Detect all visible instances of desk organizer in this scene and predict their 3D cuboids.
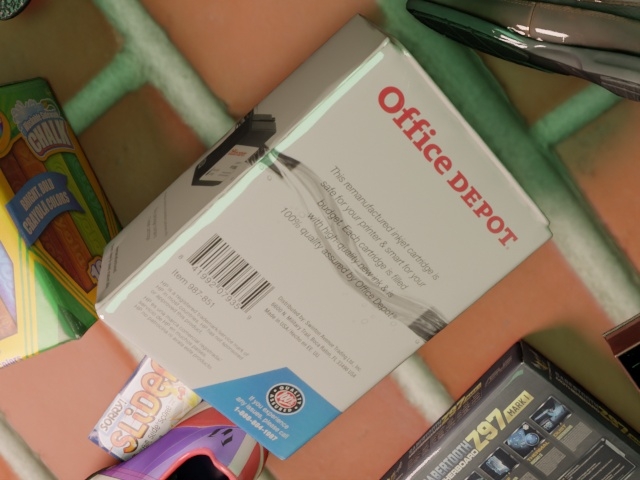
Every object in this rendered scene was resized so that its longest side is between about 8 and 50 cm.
[{"bbox_3d":[0.324,0.137,0.807,0.047,0.050,0.130,-34,99,16],"label":"desk organizer"}]

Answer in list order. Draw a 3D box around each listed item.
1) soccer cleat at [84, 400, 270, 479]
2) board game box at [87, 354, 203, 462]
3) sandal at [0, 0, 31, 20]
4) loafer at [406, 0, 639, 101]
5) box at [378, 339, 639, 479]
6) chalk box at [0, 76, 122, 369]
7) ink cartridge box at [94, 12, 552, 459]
[{"bbox_3d":[-0.178,0.271,0.850,0.318,0.116,0.109,-39,98,17],"label":"soccer cleat"},{"bbox_3d":[-0.134,0.168,0.893,0.136,0.035,0.201,35,109,-3],"label":"board game box"},{"bbox_3d":[-0.288,-0.290,0.784,0.067,0.040,0.179,-6,91,4],"label":"sandal"},{"bbox_3d":[0.193,-0.177,0.680,0.267,0.096,0.084,29,99,33],"label":"loafer"},{"bbox_3d":[0.191,0.241,0.854,0.183,0.059,0.233,38,109,-4],"label":"box"},{"bbox_3d":[-0.323,-0.037,0.785,0.179,0.180,0.289,-21,103,14],"label":"chalk box"},{"bbox_3d":[0.000,0.000,0.726,0.307,0.129,0.223,-41,115,9],"label":"ink cartridge box"}]
